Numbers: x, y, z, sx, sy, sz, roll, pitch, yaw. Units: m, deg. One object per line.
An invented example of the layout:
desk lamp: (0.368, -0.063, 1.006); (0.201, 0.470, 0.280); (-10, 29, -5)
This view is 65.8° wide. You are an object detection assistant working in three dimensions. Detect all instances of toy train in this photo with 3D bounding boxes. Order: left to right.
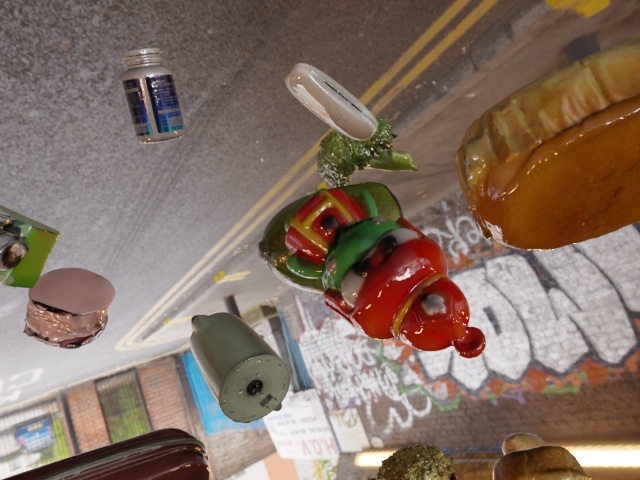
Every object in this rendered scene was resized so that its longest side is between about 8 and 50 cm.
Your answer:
toy train: (-0.708, -0.011, 1.008); (0.308, 0.173, 0.249); (22, 174, 11)

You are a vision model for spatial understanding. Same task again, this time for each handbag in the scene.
handbag: (-0.621, 0.167, 1.226); (0.179, 0.205, 0.116); (-66, 172, -59)

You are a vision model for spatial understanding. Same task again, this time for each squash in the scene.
squash: (0.004, -0.010, 1.244); (0.309, 0.309, 0.310); (2, 158, -36)

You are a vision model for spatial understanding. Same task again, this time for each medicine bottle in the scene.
medicine bottle: (-0.366, -0.312, 1.076); (0.107, 0.191, 0.107); (-8, -163, 3)

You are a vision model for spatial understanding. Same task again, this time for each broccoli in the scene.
broccoli: (0.132, -0.285, 1.485); (0.303, 0.185, 0.254); (-20, 160, -3)

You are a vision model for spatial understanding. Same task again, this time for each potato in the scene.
potato: (0.662, 0.678, 1.584); (0.178, 0.109, 0.118); (16, -168, -30)

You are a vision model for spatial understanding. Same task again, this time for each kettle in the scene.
kettle: (-0.187, 0.296, 1.156); (0.165, 0.240, 0.255); (-45, -145, -12)

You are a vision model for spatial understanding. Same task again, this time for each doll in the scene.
doll: (0.094, 0.054, 0.745); (0.183, 0.363, 0.160); (-42, 140, -11)

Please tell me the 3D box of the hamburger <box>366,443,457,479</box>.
hamburger: (0.252, 0.660, 1.367); (0.262, 0.138, 0.243); (-22, -178, -2)

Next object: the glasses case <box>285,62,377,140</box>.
glasses case: (0.026, -0.301, 1.089); (0.234, 0.059, 0.092); (33, 157, -24)

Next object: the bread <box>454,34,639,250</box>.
bread: (0.388, -0.126, 0.677); (0.389, 0.183, 0.236); (-25, 145, 15)

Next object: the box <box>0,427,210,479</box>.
box: (-0.365, 0.434, 0.761); (0.404, 0.108, 0.262); (-3, 122, -43)

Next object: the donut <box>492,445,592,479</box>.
donut: (0.527, 0.584, 1.188); (0.227, 0.113, 0.226); (-2, 131, -3)
